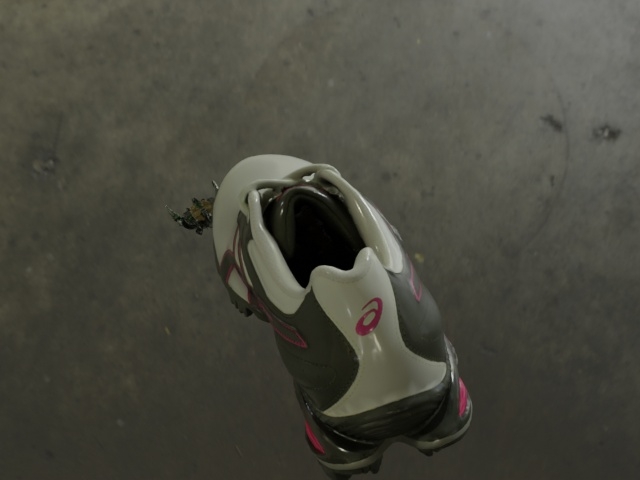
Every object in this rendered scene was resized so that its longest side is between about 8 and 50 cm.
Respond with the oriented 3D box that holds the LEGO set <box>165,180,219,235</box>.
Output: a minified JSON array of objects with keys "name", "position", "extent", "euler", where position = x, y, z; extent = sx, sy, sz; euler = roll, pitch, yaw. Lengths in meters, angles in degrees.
[{"name":"LEGO set","position":[-0.084,-0.020,0.919],"extent":[0.083,0.023,0.054],"euler":[16,56,24]}]

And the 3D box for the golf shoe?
[{"name":"golf shoe","position":[0.000,0.000,0.601],"extent":[0.105,0.120,0.273],"euler":[-23,33,-9]}]
